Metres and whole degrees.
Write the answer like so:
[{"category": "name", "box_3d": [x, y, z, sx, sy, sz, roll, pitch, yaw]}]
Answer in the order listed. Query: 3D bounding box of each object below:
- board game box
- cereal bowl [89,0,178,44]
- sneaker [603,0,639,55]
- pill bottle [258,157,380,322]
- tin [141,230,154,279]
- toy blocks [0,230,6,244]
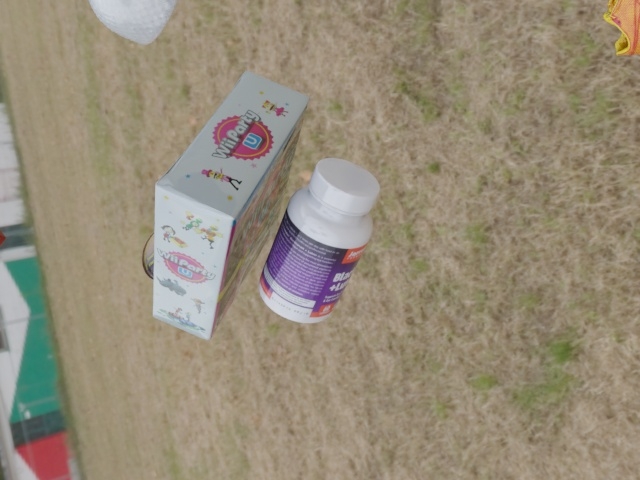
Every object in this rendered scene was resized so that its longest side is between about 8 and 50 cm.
[{"category": "board game box", "box_3d": [-0.125, -0.034, 0.805, 0.098, 0.224, 0.303, 24, 144, 3]}, {"category": "cereal bowl", "box_3d": [-0.314, -0.513, 1.006, 0.339, 0.141, 0.338, -26, 58, 52]}, {"category": "sneaker", "box_3d": [0.395, -0.308, 0.764, 0.067, 0.064, 0.175, -6, 134, 24]}, {"category": "pill bottle", "box_3d": [0.000, 0.000, 0.742, 0.108, 0.108, 0.193, 54, 134, 37]}, {"category": "tin", "box_3d": [-0.232, -0.005, 1.051, 0.190, 0.040, 0.106, -44, 64, 8]}, {"category": "toy blocks", "box_3d": [-0.625, -0.086, 0.869, 0.190, 0.261, 0.381, -114, 24, -55]}]
